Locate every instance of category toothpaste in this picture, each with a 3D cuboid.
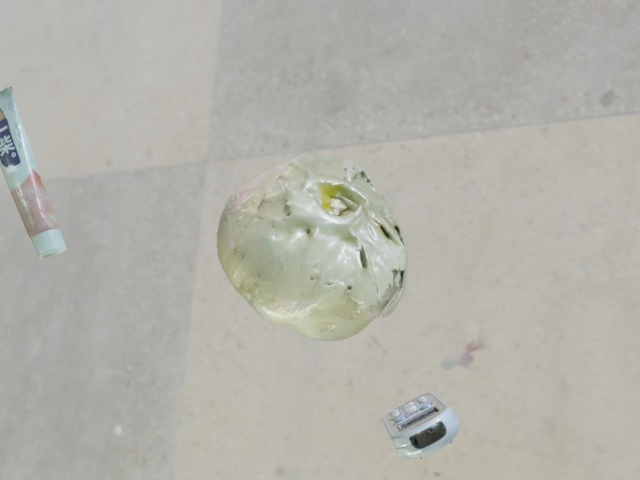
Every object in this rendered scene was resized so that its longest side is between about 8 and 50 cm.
[{"bbox_3d":[-0.352,-0.078,1.176,0.056,0.036,0.205,-25,83,15],"label":"toothpaste"}]

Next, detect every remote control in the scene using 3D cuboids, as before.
[{"bbox_3d":[0.128,0.240,1.296,0.087,0.244,0.047,-24,88,-1],"label":"remote control"}]

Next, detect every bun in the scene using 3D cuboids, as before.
[{"bbox_3d":[0.000,0.000,1.152,0.239,0.239,0.141,66,146,30],"label":"bun"}]
